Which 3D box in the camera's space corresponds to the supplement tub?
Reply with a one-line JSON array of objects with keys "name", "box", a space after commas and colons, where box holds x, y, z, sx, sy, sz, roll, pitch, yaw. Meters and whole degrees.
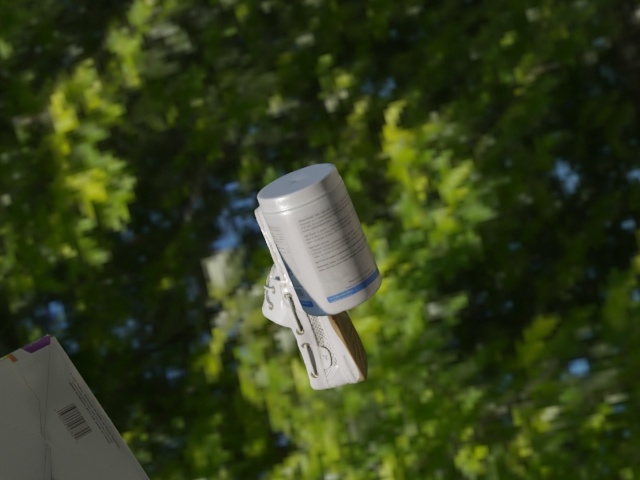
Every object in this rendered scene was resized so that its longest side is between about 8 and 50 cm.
[{"name": "supplement tub", "box": [0.000, 0.000, 1.399, 0.107, 0.071, 0.071, 69, -153, -16]}]

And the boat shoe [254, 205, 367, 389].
[{"name": "boat shoe", "box": [-0.033, 0.075, 2.260, 0.098, 0.096, 0.277, -73, -40, -70]}]

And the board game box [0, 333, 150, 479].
[{"name": "board game box", "box": [-0.289, 0.215, 1.349, 0.144, 0.275, 0.142, 55, -146, 5]}]
